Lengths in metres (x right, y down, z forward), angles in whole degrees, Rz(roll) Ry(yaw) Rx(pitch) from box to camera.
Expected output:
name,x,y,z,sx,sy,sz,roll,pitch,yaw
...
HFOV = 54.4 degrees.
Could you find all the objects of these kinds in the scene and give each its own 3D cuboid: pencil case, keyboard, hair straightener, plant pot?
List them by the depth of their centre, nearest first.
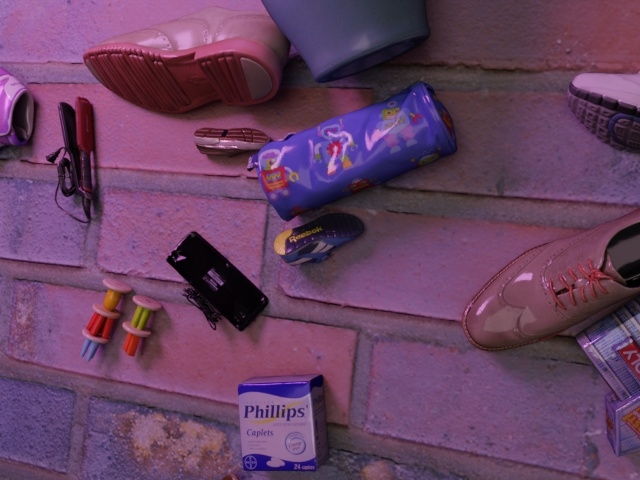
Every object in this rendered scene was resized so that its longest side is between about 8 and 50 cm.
name,x,y,z,sx,sy,sz,roll,pitch,yaw
plant pot,0.034,-0.378,0.894,0.271,0.271,0.256,-20,96,16
pencil case,0.048,-0.137,0.943,0.305,0.119,0.133,-20,73,16
keyboard,-0.185,0.078,1.062,0.192,0.038,0.100,41,77,16
hair straightener,-0.459,-0.145,1.153,0.088,0.047,0.231,-8,90,18

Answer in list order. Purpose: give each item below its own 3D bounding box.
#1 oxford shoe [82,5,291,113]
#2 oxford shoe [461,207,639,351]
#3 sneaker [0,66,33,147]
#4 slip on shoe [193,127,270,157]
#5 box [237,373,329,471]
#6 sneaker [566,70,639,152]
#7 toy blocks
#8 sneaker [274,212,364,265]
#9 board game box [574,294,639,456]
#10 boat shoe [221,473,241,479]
name,x,y,z,sx,sy,sz,roll,pitch,yaw
oxford shoe,-0.222,-0.312,1.054,0.396,0.141,0.147,8,59,23
oxford shoe,0.342,0.045,0.832,0.348,0.130,0.123,-33,78,14
sneaker,-0.652,-0.189,1.185,0.161,0.102,0.282,33,98,13
slip on shoe,-0.148,-0.161,1.050,0.135,0.051,0.041,4,129,10
box,-0.059,0.286,0.985,0.126,0.072,0.137,-6,85,17
sneaker,0.483,-0.183,0.825,0.296,0.111,0.130,15,77,14
toy blocks,-0.358,0.158,1.097,0.123,0.054,0.148,26,96,18
sneaker,0.000,0.000,0.991,0.144,0.059,0.053,-17,51,1
board game box,0.438,0.185,0.819,0.194,0.060,0.194,-38,88,15
boat shoe,-0.120,0.455,1.018,0.056,0.048,0.153,-36,71,26
